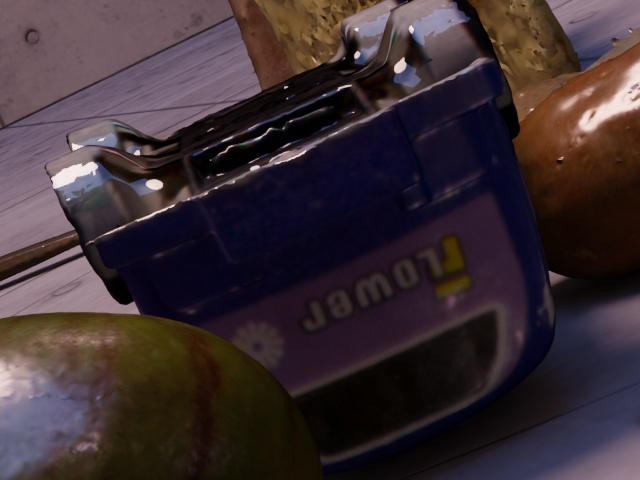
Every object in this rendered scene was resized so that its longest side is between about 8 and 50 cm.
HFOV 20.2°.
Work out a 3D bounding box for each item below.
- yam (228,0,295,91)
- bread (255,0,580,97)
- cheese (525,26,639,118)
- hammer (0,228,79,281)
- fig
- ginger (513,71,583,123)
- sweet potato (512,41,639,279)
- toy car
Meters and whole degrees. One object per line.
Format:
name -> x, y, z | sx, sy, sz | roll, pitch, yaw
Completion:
yam -> -0.008, -0.192, 1.422 | 0.128, 0.238, 0.129 | -22, 13, -14
bread -> 0.106, -0.212, 1.241 | 0.279, 0.248, 0.315 | -33, 16, -35
cheese -> 0.243, -0.126, 1.038 | 0.085, 0.034, 0.400 | 18, 33, 28
hammer -> -0.238, 0.016, 1.455 | 0.297, 0.027, 0.125 | -21, 7, 13
fig -> -0.085, 0.137, 0.499 | 0.151, 0.151, 0.259 | -17, 41, 29
ginger -> 0.061, -0.052, 1.056 | 0.258, 0.065, 0.149 | -9, 12, 21
sweet potato -> 0.201, -0.060, 0.759 | 0.291, 0.097, 0.097 | -20, 13, 20
toy car -> 0.000, 0.000, 0.737 | 0.172, 0.158, 0.235 | -24, 10, -1
